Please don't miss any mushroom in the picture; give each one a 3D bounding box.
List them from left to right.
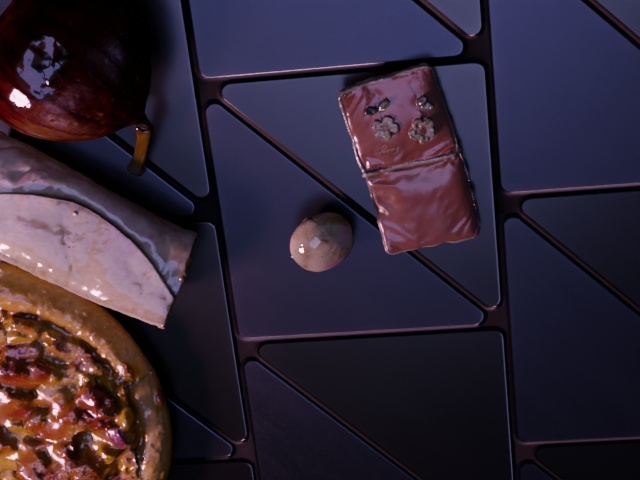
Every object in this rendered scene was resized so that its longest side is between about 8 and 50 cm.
[{"bbox_3d":[0.000,0.000,1.608,0.084,0.067,0.083,-23,140,-21],"label":"mushroom"}]

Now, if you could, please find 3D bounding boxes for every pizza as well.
[{"bbox_3d":[-0.347,0.213,1.713,0.278,0.114,0.408,-18,106,7],"label":"pizza"}]

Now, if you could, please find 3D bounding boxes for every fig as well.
[{"bbox_3d":[-0.265,-0.188,1.506,0.249,0.186,0.203,36,93,-16],"label":"fig"}]

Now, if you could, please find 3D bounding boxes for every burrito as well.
[{"bbox_3d":[-0.301,-0.010,1.618,0.299,0.105,0.143,27,102,-4],"label":"burrito"}]

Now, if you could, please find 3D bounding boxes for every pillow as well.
[{"bbox_3d":[0.110,-0.096,1.573,0.126,0.043,0.232,-15,110,11],"label":"pillow"}]
